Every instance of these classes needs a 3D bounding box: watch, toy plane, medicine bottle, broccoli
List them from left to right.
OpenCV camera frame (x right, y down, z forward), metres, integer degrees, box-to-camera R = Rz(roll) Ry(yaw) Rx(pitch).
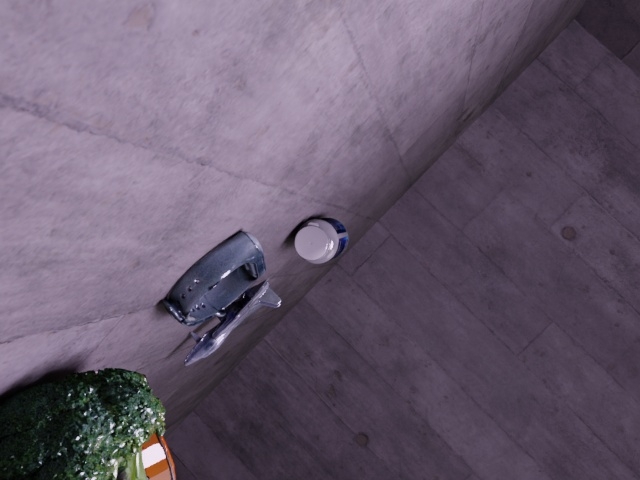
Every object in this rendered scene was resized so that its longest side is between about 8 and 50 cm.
[{"bbox_3d":[-0.324,0.303,0.892,0.307,0.275,0.308,-40,-160,18],"label":"broccoli"},{"bbox_3d":[-0.183,0.076,1.164,0.193,0.068,0.206,-40,168,-14],"label":"watch"},{"bbox_3d":[-0.219,0.184,1.527,0.267,0.088,0.212,-35,170,-13],"label":"toy plane"},{"bbox_3d":[0.000,0.000,1.593,0.107,0.107,0.191,-47,173,12],"label":"medicine bottle"}]

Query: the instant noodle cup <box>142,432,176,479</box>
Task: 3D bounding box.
[{"bbox_3d":[-0.399,0.395,1.120,0.192,0.250,0.250,-23,159,-46],"label":"instant noodle cup"}]
